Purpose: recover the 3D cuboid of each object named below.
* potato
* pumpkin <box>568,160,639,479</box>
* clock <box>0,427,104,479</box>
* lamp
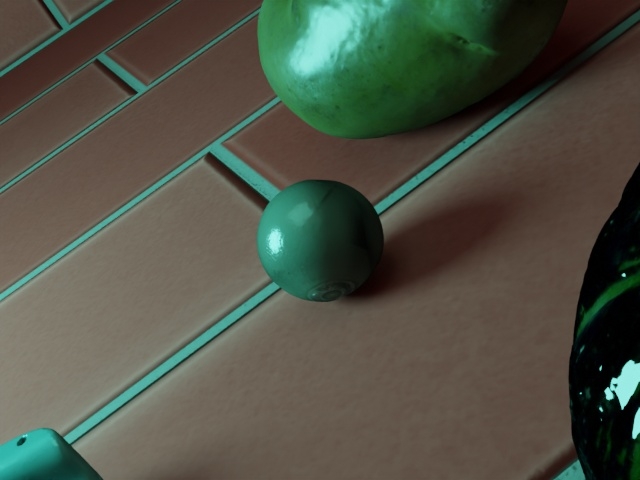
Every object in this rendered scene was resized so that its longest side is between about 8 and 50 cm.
[{"bbox_3d":[0.092,-0.230,0.987,0.326,0.221,0.243,-26,16,34],"label":"potato"},{"bbox_3d":[0.234,0.037,0.370,0.315,0.238,0.315,-38,34,31],"label":"pumpkin"},{"bbox_3d":[-0.253,0.266,0.676,0.223,0.094,0.274,-31,26,7],"label":"clock"},{"bbox_3d":[0.000,0.000,0.836,0.105,0.105,0.105,-25,29,15],"label":"lamp"}]
